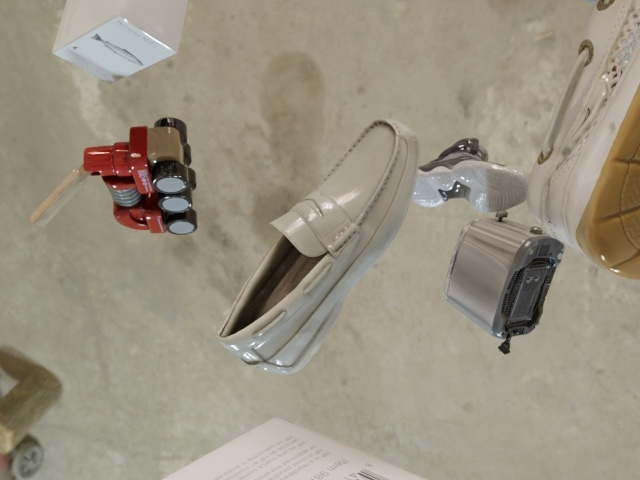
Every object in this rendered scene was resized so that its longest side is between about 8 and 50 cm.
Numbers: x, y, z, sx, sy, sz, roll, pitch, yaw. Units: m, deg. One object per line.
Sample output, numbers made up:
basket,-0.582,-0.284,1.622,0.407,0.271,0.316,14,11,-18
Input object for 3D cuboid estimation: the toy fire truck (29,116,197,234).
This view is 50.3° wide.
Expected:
toy fire truck,-0.339,-0.081,1.147,0.247,0.158,0.217,-4,153,-5

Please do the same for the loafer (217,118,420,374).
loafer,0.000,0.000,0.753,0.111,0.112,0.319,29,90,-39

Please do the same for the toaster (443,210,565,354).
toaster,0.310,0.066,1.182,0.146,0.129,0.226,34,120,47

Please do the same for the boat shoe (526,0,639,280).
boat shoe,0.173,-0.121,0.310,0.098,0.096,0.277,25,98,-23

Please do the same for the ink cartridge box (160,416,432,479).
ink cartridge box,0.020,0.209,0.265,0.308,0.223,0.128,10,107,40

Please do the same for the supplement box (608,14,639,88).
supplement box,0.495,-0.237,0.934,0.129,0.194,0.191,-18,79,1

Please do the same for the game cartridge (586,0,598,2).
game cartridge,0.550,-0.450,1.041,0.298,0.197,0.062,8,165,6

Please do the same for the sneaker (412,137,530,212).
sneaker,0.297,-0.133,1.286,0.269,0.153,0.101,5,127,47

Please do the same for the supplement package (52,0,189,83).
supplement package,-0.296,-0.321,1.011,0.179,0.105,0.105,-9,155,41
